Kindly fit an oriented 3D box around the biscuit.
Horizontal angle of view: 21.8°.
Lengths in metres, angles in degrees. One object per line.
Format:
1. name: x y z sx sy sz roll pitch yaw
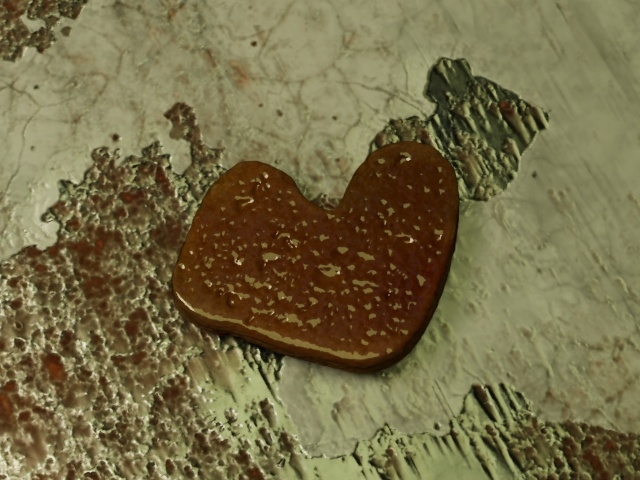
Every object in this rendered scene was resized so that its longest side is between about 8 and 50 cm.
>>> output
1. biscuit: 0.000 0.001 1.734 0.277 0.052 0.262 14 67 1
